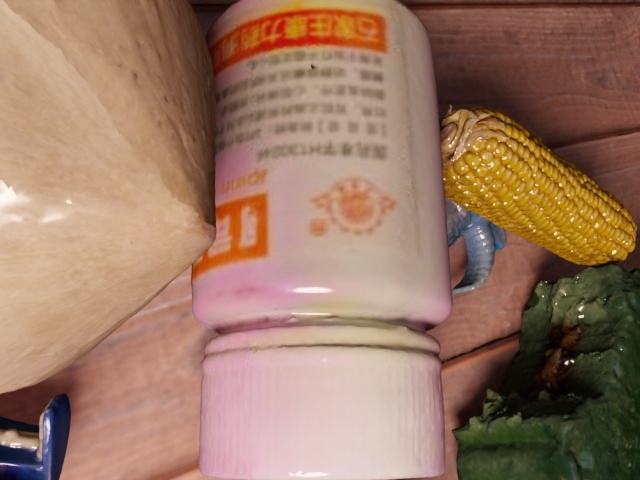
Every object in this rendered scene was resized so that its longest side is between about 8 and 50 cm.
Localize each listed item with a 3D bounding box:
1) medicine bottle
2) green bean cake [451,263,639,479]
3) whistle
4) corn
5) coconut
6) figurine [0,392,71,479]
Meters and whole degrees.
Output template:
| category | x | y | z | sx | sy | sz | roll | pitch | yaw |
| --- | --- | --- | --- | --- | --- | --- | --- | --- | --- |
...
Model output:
| category | x | y | z | sx | sy | sz | roll | pitch | yaw |
| --- | --- | --- | --- | --- | --- | --- | --- | --- | --- |
| medicine bottle | 0.000 | 0.000 | 0.580 | 0.219 | 0.219 | 0.389 | 7 | 72 | -28 |
| green bean cake | 0.290 | 0.187 | 0.721 | 0.300 | 0.169 | 0.308 | 8 | 70 | -30 |
| whistle | 0.148 | -0.045 | 0.753 | 0.269 | 0.093 | 0.180 | -43 | 103 | -31 |
| corn | 0.226 | -0.045 | 0.703 | 0.293 | 0.106 | 0.106 | 27 | 63 | -30 |
| coconut | -0.193 | -0.058 | 0.424 | 0.328 | 0.329 | 0.329 | 9 | 71 | -28 |
| figurine | -0.298 | 0.146 | 0.429 | 0.262 | 0.121 | 0.164 | 22 | 36 | 1 |
